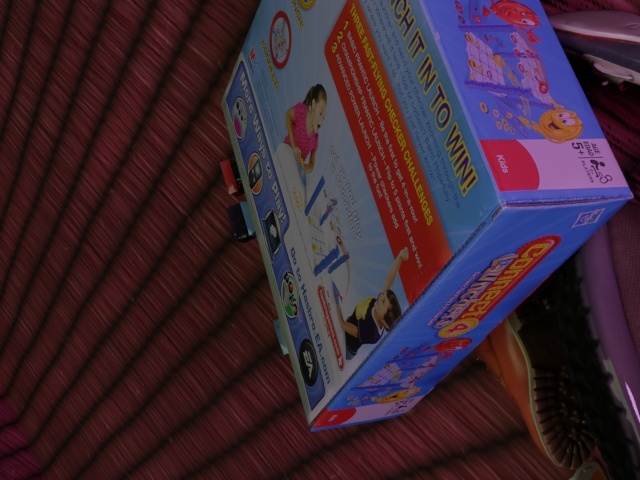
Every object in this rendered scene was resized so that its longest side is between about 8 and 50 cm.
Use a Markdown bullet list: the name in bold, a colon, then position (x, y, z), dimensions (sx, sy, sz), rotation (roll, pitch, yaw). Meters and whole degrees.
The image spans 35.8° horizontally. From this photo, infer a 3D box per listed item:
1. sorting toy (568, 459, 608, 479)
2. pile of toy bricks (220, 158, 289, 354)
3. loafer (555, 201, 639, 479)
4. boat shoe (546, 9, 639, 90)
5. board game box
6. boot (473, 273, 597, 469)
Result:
- **sorting toy**: position (0.176, 0.214, 0.744), dimensions (0.045, 0.075, 0.083), rotation (54, 145, 22)
- **pile of toy bricks**: position (0.000, 0.000, 0.874), dimensions (0.105, 0.118, 0.212), rotation (-23, 76, 20)
- **loafer**: position (0.245, 0.134, 0.583), dimensions (0.134, 0.130, 0.366), rotation (61, -170, -78)
- **boat shoe**: position (0.182, -0.106, 0.575), dimensions (0.137, 0.049, 0.043), rotation (24, 130, 42)
- **board game box**: position (0.039, -0.071, 0.685), dimensions (0.302, 0.086, 0.308), rotation (123, 137, -52)
- **boot**: position (0.151, 0.091, 0.732), dimensions (0.084, 0.059, 0.158), rotation (-29, 76, 61)
